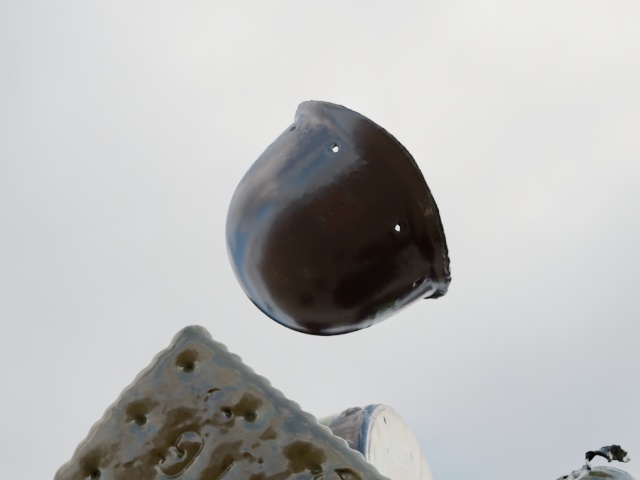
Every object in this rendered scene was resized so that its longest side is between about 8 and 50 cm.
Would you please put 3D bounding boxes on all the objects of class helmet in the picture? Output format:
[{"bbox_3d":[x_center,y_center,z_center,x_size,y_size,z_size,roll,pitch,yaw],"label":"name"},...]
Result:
[{"bbox_3d":[0.000,0.000,1.091,0.106,0.155,0.175,-37,3,-23],"label":"helmet"}]

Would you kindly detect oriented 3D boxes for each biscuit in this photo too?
[{"bbox_3d":[-0.074,0.235,1.569,0.217,0.325,0.044,-47,-27,-11],"label":"biscuit"}]

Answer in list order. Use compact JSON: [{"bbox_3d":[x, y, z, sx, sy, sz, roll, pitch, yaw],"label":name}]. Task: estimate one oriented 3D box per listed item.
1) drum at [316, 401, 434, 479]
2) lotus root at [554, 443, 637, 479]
[{"bbox_3d":[0.023,0.404,1.936,0.214,0.431,0.431,-17,-43,12],"label":"drum"},{"bbox_3d":[0.296,0.315,1.658,0.123,0.241,0.124,-42,5,-27],"label":"lotus root"}]
